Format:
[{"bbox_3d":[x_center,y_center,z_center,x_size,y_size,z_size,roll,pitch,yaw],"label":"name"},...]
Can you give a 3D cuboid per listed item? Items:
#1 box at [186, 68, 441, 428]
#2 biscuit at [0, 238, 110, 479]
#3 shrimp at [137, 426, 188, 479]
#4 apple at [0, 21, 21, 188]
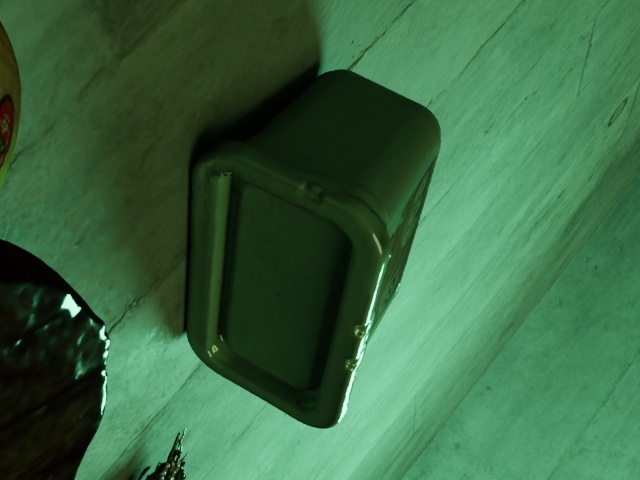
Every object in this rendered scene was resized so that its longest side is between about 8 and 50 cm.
[{"bbox_3d":[0.000,0.000,1.024,0.182,0.175,0.312,-52,163,-37],"label":"box"},{"bbox_3d":[-0.305,0.163,0.672,0.407,0.091,0.407,-43,158,-23],"label":"biscuit"},{"bbox_3d":[-0.182,0.297,1.207,0.090,0.079,0.233,-4,120,-47],"label":"shrimp"},{"bbox_3d":[-0.198,-0.063,0.461,0.146,0.146,0.131,-45,171,-27],"label":"apple"}]
